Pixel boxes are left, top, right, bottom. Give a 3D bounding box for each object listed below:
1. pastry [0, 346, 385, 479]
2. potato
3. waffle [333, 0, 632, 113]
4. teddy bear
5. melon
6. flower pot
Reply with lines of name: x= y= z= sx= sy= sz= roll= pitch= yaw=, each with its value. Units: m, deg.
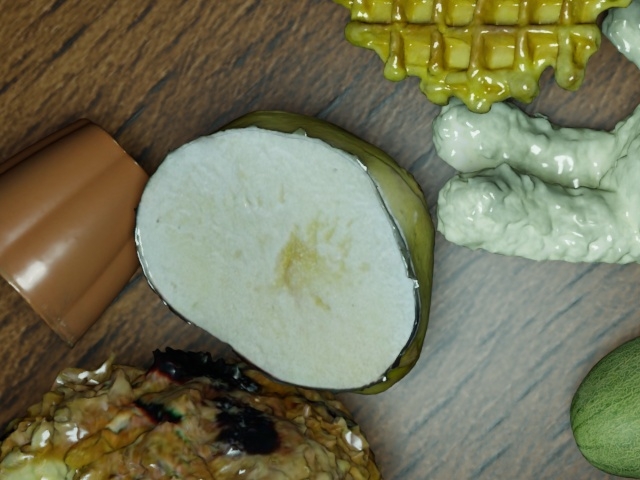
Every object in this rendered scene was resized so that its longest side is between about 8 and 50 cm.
pastry: x=-0.117 y=0.250 z=1.598 sx=0.405 sy=0.337 sz=0.292 roll=13 pitch=112 yaw=34
potato: x=0.000 y=0.000 z=1.622 sx=0.300 sy=0.196 sz=0.246 roll=31 pitch=113 yaw=21
waffle: x=0.150 y=-0.255 z=1.568 sx=0.283 sy=0.065 sz=0.309 roll=-43 pitch=71 yaw=10
teddy bear: x=0.324 y=-0.160 z=1.538 sx=0.375 sy=0.327 sz=0.362 roll=12 pitch=128 yaw=-7
melon: x=0.331 y=0.153 z=1.631 sx=0.192 sy=0.139 sz=0.139 roll=-24 pitch=88 yaw=11
flower pot: x=-0.247 y=-0.018 z=1.677 sx=0.173 sy=0.190 sz=0.190 roll=-43 pitch=87 yaw=-6
